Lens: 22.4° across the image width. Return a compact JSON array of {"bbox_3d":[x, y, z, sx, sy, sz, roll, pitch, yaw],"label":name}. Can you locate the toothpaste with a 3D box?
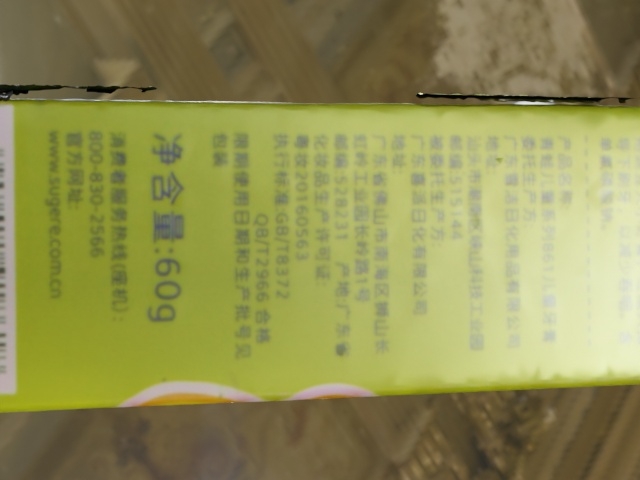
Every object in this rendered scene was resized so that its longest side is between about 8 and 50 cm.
[{"bbox_3d":[0.000,0.000,0.447,0.327,0.077,0.110,-1,180,-19],"label":"toothpaste"}]
